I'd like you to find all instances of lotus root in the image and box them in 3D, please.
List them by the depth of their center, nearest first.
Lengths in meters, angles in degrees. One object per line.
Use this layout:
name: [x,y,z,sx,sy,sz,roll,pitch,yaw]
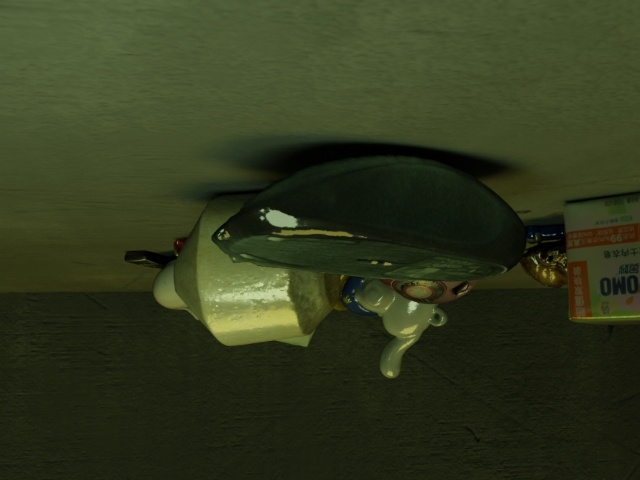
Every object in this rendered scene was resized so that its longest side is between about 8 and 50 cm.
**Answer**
lotus root: [0.476,0.035,1.394,0.167,0.078,0.329,-6,-178,37]

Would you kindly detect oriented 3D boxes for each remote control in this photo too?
remote control: [-0.380,0.047,1.734,0.059,0.028,0.212,-7,172,11]

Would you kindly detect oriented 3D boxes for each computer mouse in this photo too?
computer mouse: [0.061,-0.027,0.846,0.374,0.114,0.203,7,164,-29]

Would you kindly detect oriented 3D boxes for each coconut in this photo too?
coconut: [-0.088,0.038,1.002,0.222,0.202,0.202,-5,172,11]

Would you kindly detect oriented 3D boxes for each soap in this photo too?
soap: [0.469,0.028,1.092,0.200,0.182,0.138,-8,170,39]

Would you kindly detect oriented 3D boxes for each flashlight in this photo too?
flashlight: [0.417,-0.010,1.362,0.121,0.035,0.057,-3,172,20]

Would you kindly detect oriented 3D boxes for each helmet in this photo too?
helmet: [0.157,0.021,1.148,0.199,0.154,0.253,-4,177,26]

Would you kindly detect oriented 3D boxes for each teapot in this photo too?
teapot: [-0.278,0.108,1.716,0.205,0.139,0.298,-9,170,1]

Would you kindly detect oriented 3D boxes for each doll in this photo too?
doll: [0.135,0.067,1.428,0.160,0.242,0.311,18,121,-40]

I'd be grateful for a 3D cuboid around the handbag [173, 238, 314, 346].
handbag: [-0.137,0.067,1.424,0.298,0.151,0.171,29,-177,35]
